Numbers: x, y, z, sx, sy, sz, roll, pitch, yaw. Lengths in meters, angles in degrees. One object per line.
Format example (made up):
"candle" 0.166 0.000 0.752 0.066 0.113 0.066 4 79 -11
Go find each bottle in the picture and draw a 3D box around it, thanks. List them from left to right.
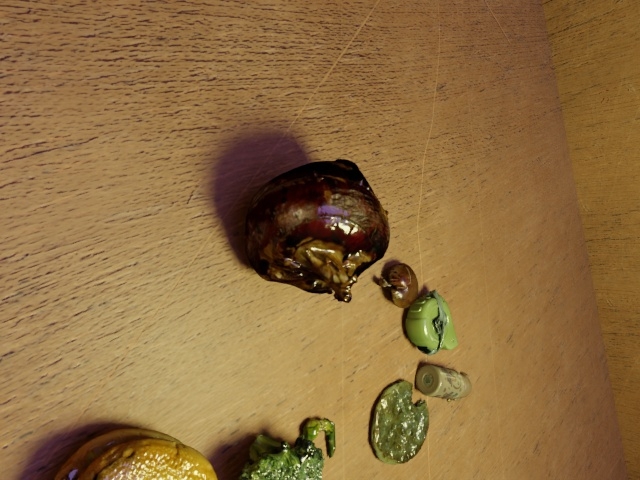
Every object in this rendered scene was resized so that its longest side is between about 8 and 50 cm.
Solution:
"bottle" 0.406 0.469 1.497 0.209 0.097 0.110 22 86 -37

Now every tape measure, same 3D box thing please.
"tape measure" 0.348 0.261 1.450 0.175 0.106 0.200 -16 96 -42

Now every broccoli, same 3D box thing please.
"broccoli" -0.088 0.519 1.040 0.176 0.198 0.226 31 33 0

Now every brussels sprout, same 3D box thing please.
"brussels sprout" -0.007 0.480 1.185 0.083 0.046 0.051 -2 85 -41

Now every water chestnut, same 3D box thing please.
"water chestnut" 0.000 0.000 1.037 0.335 0.335 0.347 18 46 -38

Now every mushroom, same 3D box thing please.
"mushroom" 0.237 0.133 1.382 0.170 0.080 0.135 8 73 -42

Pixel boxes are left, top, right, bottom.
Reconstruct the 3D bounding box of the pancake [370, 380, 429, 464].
"pancake" 0.238 0.550 1.394 0.253 0.037 0.254 2 86 -39

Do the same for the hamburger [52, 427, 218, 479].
"hamburger" -0.343 0.493 0.824 0.314 0.170 0.290 37 63 -32

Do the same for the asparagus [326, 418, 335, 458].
"asparagus" 0.027 0.524 1.227 0.021 0.025 0.108 -3 93 -20
